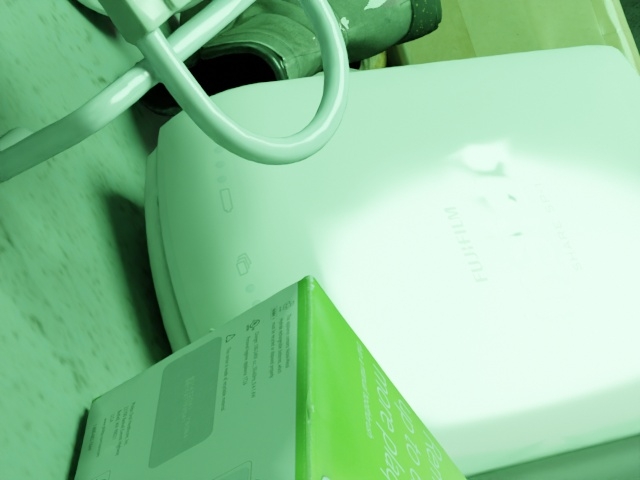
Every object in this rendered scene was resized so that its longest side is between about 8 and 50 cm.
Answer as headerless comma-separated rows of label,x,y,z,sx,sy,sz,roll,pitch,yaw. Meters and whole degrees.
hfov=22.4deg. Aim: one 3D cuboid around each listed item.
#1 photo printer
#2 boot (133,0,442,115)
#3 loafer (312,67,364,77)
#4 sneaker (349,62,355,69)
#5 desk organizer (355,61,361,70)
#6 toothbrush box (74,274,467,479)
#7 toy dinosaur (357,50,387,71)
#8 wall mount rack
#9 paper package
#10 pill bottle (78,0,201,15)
photo printer,0.068,0.025,0.851,0.307,0.107,0.256,-9,62,-26
boot,-0.057,-0.127,1.001,0.161,0.246,0.083,-30,109,-33
loafer,0.000,0.000,1.005,0.111,0.112,0.319,15,36,-13
sneaker,0.004,-0.117,1.260,0.170,0.074,0.063,38,26,-55
desk organizer,0.016,-0.126,1.361,0.130,0.050,0.047,58,21,-20
toothbrush box,0.025,0.189,0.646,0.283,0.122,0.206,55,15,-23
toy dinosaur,0.022,-0.066,1.212,0.064,0.112,0.212,40,-42,38
wall mount rack,-0.107,-0.195,0.768,0.350,0.130,0.304,56,44,-13
paper package,0.153,-0.115,1.312,0.325,0.168,0.310,68,3,-84
pill bottle,-0.121,-0.242,1.004,0.117,0.117,0.208,46,20,-43
